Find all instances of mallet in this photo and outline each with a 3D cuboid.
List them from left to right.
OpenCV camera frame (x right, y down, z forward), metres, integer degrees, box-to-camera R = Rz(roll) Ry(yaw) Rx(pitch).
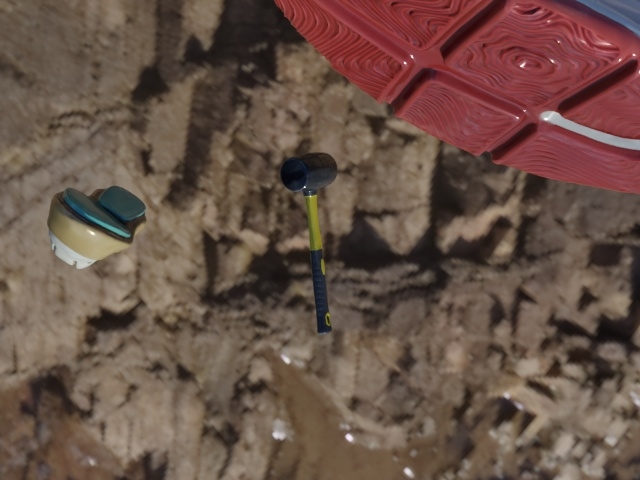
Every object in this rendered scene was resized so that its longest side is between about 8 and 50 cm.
[{"bbox_3d":[0.000,0.000,1.441,0.062,0.039,0.190,-28,113,-54],"label":"mallet"}]

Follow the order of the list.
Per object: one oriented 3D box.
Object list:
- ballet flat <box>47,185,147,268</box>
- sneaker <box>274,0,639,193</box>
[{"bbox_3d":[-0.215,-0.005,1.310,0.080,0.232,0.073,38,96,3],"label":"ballet flat"},{"bbox_3d":[0.099,-0.081,0.376,0.221,0.087,0.128,21,71,-16],"label":"sneaker"}]
